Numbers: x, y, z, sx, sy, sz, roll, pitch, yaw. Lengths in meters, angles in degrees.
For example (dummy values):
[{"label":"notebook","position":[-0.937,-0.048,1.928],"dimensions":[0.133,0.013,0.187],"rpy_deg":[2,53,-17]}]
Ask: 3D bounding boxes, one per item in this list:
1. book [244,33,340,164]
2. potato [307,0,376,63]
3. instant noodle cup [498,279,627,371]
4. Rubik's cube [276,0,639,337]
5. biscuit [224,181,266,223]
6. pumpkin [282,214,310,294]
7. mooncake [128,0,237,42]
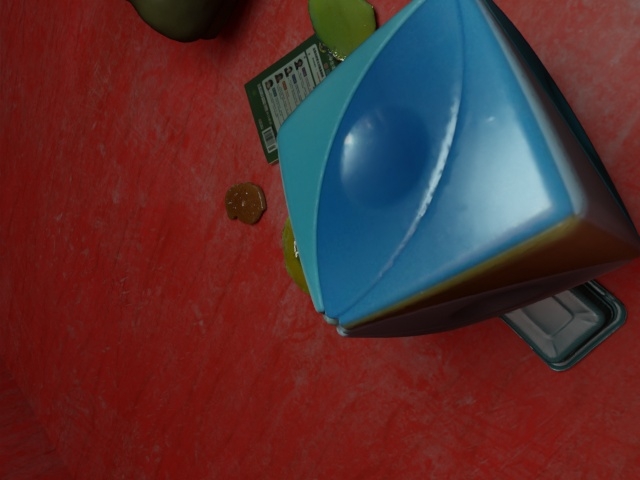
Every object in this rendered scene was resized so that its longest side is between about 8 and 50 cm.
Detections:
[{"label":"book","position":[-0.047,-0.308,1.047],"dimensions":[0.264,0.027,0.202],"rpy_deg":[-21,83,37]},{"label":"potato","position":[0.041,-0.431,0.944],"dimensions":[0.119,0.054,0.198],"rpy_deg":[-35,81,7]},{"label":"instant noodle cup","position":[0.368,0.110,0.777],"dimensions":[0.179,0.070,0.157],"rpy_deg":[48,118,23]},{"label":"Rubik's cube","position":[0.182,-0.074,0.679],"dimensions":[0.352,0.347,0.352],"rpy_deg":[-34,62,32]},{"label":"biscuit","position":[-0.184,-0.092,1.179],"dimensions":[0.130,0.019,0.102],"rpy_deg":[6,99,36]},{"label":"pumpkin","position":[0.017,-0.001,1.003],"dimensions":[0.217,0.110,0.218],"rpy_deg":[13,108,46]},{"label":"mooncake","position":[-0.367,-0.631,0.987],"dimensions":[0.467,0.467,0.262],"rpy_deg":[49,117,20]}]
